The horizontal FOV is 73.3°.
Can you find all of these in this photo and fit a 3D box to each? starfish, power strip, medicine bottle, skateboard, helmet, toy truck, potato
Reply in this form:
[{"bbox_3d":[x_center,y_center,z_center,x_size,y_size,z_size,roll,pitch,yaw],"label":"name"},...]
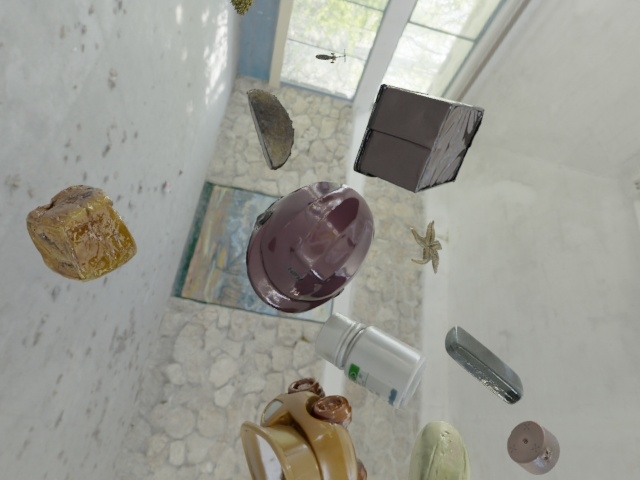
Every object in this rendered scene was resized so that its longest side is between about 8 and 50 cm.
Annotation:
[{"bbox_3d":[0.447,0.023,1.785,0.062,0.277,0.236,-10,-141,45],"label":"starfish"},{"bbox_3d":[0.702,0.682,1.416,0.154,0.078,0.154,-49,-169,12],"label":"power strip"},{"bbox_3d":[0.112,0.269,0.990,0.139,0.236,0.139,-43,145,-40],"label":"medicine bottle"},{"bbox_3d":[0.032,-0.499,1.166,0.083,0.063,0.032,27,-60,55],"label":"skateboard"},{"bbox_3d":[0.000,0.000,1.003,0.197,0.271,0.338,-26,-162,47],"label":"helmet"},{"bbox_3d":[-0.034,0.434,0.901,0.288,0.211,0.205,-3,-79,60],"label":"toy truck"},{"bbox_3d":[-0.157,-0.365,1.425,0.100,0.120,0.261,-171,-117,-74],"label":"potato"}]

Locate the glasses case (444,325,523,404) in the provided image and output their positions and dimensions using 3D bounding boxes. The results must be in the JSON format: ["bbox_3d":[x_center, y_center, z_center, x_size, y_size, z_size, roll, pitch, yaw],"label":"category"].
[{"bbox_3d":[0.589,0.447,1.550,0.074,0.323,0.131,-50,180,29],"label":"glasses case"}]

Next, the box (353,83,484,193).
[{"bbox_3d":[0.212,-0.213,0.900,0.252,0.153,0.188,-16,129,-55],"label":"box"}]

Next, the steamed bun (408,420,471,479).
[{"bbox_3d":[0.322,0.627,1.150,0.200,0.154,0.250,86,15,-52],"label":"steamed bun"}]

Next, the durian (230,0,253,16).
[{"bbox_3d":[-0.138,-0.701,1.010,0.166,0.172,0.307,11,97,-71],"label":"durian"}]

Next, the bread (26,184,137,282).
[{"bbox_3d":[-0.470,-0.015,0.854,0.143,0.148,0.158,-47,141,-42],"label":"bread"}]
